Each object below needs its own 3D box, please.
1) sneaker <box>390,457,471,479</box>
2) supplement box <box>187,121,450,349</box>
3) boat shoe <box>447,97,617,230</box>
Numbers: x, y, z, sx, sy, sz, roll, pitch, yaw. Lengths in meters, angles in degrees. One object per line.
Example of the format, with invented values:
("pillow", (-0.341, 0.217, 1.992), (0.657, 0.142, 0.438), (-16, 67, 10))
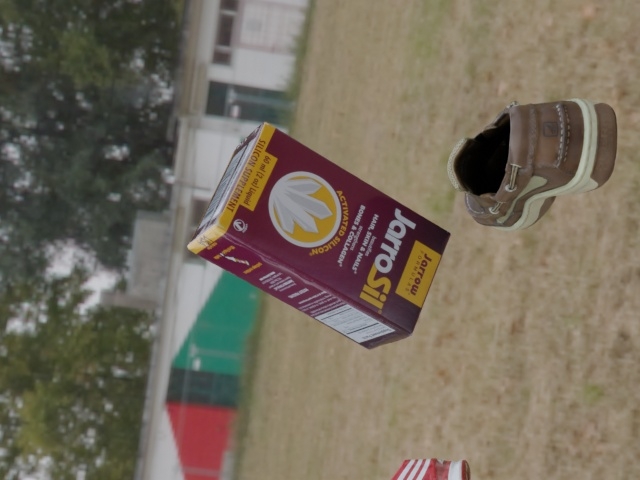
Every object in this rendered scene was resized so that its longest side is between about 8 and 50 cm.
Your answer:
("sneaker", (0.139, 0.404, 1.397), (0.087, 0.128, 0.221), (3, -89, -72))
("supplement box", (0.000, 0.000, 0.845), (0.081, 0.188, 0.104), (-30, 34, 63))
("boat shoe", (0.152, -0.068, 0.849), (0.257, 0.095, 0.095), (129, 143, -76))
